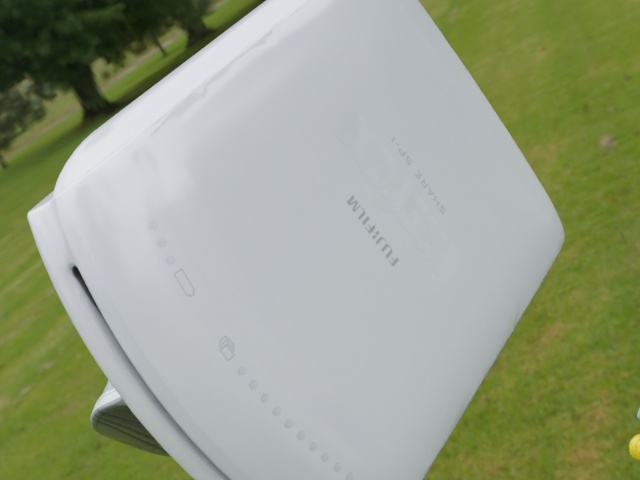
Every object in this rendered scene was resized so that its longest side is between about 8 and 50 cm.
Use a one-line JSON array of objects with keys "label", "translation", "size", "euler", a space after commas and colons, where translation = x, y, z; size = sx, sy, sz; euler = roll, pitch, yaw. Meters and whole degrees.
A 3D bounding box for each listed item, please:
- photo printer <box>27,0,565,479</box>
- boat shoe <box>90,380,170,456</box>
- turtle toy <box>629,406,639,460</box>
[{"label": "photo printer", "translation": [0.000, 0.000, 0.592], "size": [0.107, 0.256, 0.307], "euler": [-23, 18, 45]}, {"label": "boat shoe", "translation": [-0.133, 0.124, 0.993], "size": [0.320, 0.118, 0.103], "euler": [-50, 19, 51]}, {"label": "turtle toy", "translation": [0.327, 0.151, 0.878], "size": [0.130, 0.066, 0.095], "euler": [-18, 8, -26]}]
